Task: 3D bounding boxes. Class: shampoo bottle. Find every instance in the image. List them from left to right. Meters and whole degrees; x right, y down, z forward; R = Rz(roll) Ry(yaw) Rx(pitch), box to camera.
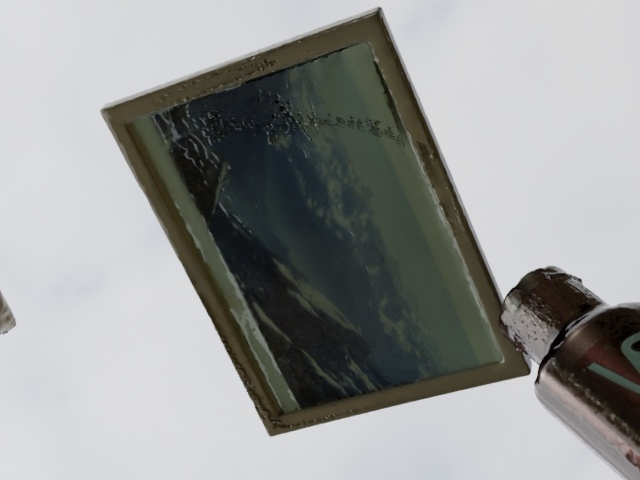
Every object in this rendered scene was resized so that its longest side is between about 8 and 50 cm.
[{"bbox_3d":[0.256,0.127,0.958,0.129,0.323,0.084,-29,-47,-16],"label":"shampoo bottle"}]

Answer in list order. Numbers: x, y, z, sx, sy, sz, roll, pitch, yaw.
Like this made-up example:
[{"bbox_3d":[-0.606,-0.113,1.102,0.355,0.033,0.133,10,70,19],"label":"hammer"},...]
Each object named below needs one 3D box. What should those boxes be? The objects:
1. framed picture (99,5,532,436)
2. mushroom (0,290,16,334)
[{"bbox_3d":[0.000,0.000,1.083,0.022,0.247,0.335,-69,-41,-59],"label":"framed picture"},{"bbox_3d":[-0.364,0.058,1.222,0.210,0.072,0.094,-14,-50,-58],"label":"mushroom"}]
